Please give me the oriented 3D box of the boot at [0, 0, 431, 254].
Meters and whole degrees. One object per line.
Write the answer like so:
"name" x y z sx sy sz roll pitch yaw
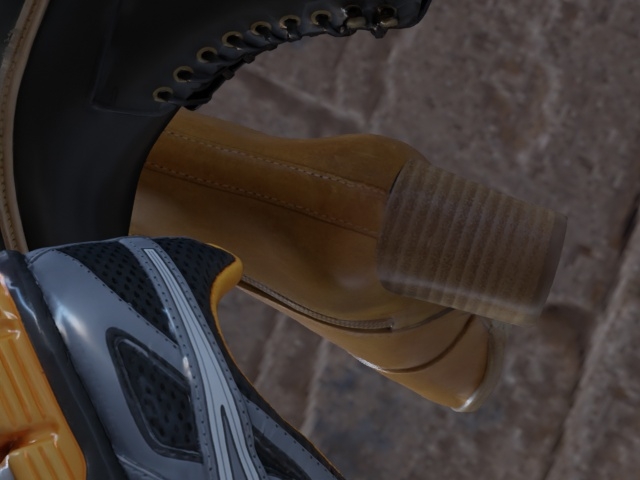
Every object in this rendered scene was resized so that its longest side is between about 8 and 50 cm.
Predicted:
"boot" -0.030 -0.057 0.488 0.077 0.137 0.197 -48 -30 -64

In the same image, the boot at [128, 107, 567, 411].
"boot" 0.000 0.001 0.772 0.295 0.211 0.104 88 -160 -78

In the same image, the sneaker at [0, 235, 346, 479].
"sneaker" -0.021 0.091 0.357 0.083 0.214 0.084 -20 -9 -30
